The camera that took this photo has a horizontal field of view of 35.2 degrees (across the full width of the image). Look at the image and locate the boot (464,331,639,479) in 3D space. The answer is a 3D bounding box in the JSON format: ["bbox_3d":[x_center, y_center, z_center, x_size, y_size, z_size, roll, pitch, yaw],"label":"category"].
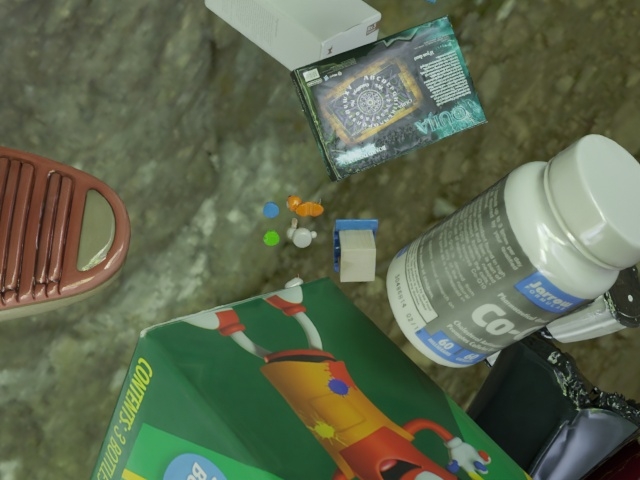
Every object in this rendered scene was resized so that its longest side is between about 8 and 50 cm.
[{"bbox_3d":[0.105,0.153,0.782,0.207,0.246,0.094,-61,-7,8],"label":"boot"}]

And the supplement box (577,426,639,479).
[{"bbox_3d":[0.155,0.079,0.327,0.130,0.073,0.239,-31,-15,-25],"label":"supplement box"}]

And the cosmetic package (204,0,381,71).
[{"bbox_3d":[-0.041,-0.315,1.383,0.117,0.231,0.085,-32,-29,-31],"label":"cosmetic package"}]

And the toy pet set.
[{"bbox_3d":[0.000,0.000,1.001,0.065,0.114,0.122,-97,7,-57],"label":"toy pet set"}]

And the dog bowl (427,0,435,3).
[{"bbox_3d":[0.087,-0.338,1.004,0.297,0.074,0.166,-73,-14,-62],"label":"dog bowl"}]

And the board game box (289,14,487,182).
[{"bbox_3d":[0.074,-0.152,1.079,0.186,0.126,0.026,-22,4,-15],"label":"board game box"}]

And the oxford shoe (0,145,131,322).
[{"bbox_3d":[-0.281,0.016,0.695,0.130,0.348,0.123,66,-154,-59],"label":"oxford shoe"}]

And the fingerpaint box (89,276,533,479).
[{"bbox_3d":[-0.009,0.316,0.617,0.163,0.371,0.445,-13,-42,-45],"label":"fingerpaint box"}]

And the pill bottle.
[{"bbox_3d":[0.105,0.007,0.529,0.137,0.078,0.078,-38,22,42],"label":"pill bottle"}]

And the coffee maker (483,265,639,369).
[{"bbox_3d":[0.251,0.045,1.126,0.178,0.120,0.171,-26,50,35],"label":"coffee maker"}]
